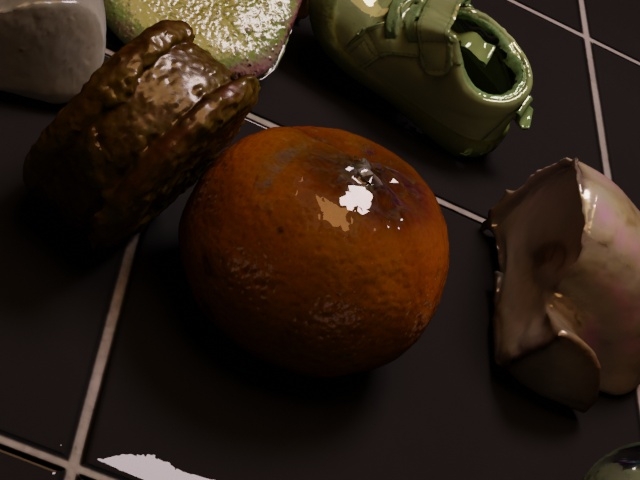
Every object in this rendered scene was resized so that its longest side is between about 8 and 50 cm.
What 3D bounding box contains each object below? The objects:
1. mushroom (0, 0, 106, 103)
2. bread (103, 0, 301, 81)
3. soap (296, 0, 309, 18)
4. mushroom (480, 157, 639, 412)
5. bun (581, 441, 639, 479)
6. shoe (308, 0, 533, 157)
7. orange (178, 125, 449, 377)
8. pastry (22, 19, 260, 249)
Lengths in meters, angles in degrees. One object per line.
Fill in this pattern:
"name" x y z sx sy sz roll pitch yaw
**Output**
"mushroom" -0.297 -0.295 1.375 0.177 0.126 0.397 4 46 -22
"bread" -0.116 -0.254 1.467 0.228 0.033 0.228 10 63 -20
"soap" -0.074 -0.394 1.689 0.204 0.096 0.324 24 35 -13
"mushroom" 0.263 0.035 1.374 0.173 0.162 0.236 21 38 -14
"bun" 0.313 0.272 1.111 0.293 0.187 0.293 12 13 -3
"shoe" 0.113 -0.204 1.550 0.262 0.128 0.140 46 37 -12
"orange" 0.000 0.000 1.203 0.224 0.170 0.224 22 37 -18
"pastry" -0.140 -0.084 1.181 0.103 0.189 0.189 44 35 0
